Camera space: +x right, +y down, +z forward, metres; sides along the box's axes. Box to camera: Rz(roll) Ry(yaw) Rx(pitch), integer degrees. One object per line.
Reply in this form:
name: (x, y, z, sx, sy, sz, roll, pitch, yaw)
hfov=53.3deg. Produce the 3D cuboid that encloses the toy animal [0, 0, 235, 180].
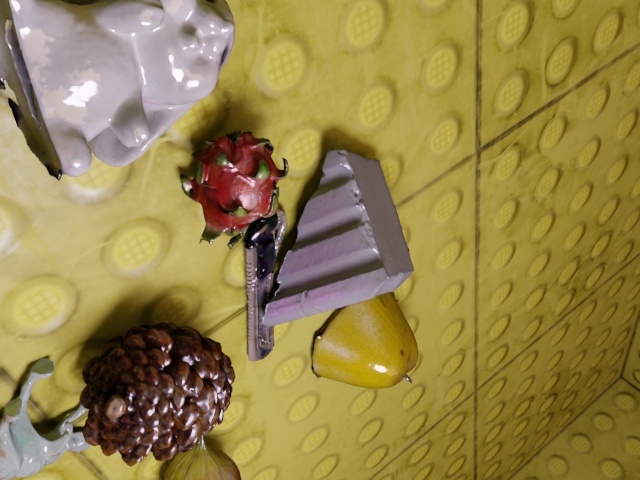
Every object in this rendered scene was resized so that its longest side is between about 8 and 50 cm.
toy animal: (-0.234, -0.203, 0.728, 0.289, 0.174, 0.249, -3, 110, -40)

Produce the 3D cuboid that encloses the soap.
soap: (0.000, 0.000, 1.174, 0.302, 0.258, 0.158, -21, 175, 33)

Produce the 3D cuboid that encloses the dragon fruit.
dragon fruit: (-0.134, -0.064, 0.967, 0.137, 0.135, 0.236, -20, 150, -39)

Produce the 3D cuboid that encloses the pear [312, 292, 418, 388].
pear: (0.125, 0.246, 1.413, 0.266, 0.178, 0.267, -22, 129, -30)

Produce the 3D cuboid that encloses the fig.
fig: (-0.248, 0.448, 1.286, 0.160, 0.143, 0.231, -15, 87, -32)

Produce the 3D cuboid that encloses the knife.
knife: (-0.101, 0.096, 1.185, 0.089, 0.043, 0.366, -20, 133, -30)

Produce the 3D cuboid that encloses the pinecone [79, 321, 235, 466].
pinecone: (-0.252, 0.236, 1.027, 0.224, 0.224, 0.272, -59, 160, 12)

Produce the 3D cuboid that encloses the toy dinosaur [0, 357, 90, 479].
toy dinosaur: (-0.479, 0.289, 0.954, 0.392, 0.092, 0.206, -5, 130, -50)
